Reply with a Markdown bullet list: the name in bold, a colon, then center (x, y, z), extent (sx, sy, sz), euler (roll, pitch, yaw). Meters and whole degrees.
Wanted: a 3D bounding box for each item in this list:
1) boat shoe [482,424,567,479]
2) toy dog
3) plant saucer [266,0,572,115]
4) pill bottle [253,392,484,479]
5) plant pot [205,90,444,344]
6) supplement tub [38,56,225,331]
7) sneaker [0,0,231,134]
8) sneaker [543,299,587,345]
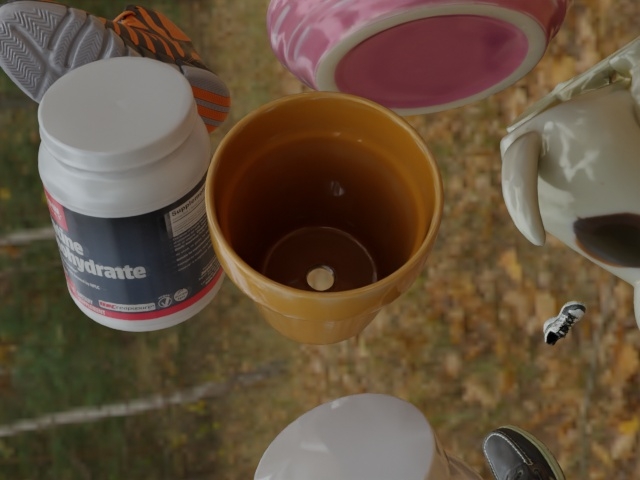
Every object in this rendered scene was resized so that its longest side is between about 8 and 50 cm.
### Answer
- **boat shoe**: center (0.256, 0.312, 1.783), extent (0.223, 0.073, 0.080), euler (56, 132, 37)
- **toy dog**: center (0.427, -0.028, 1.779), extent (0.284, 0.395, 0.408), euler (-35, 93, 37)
- **plant saucer**: center (0.110, -0.222, 1.571), extent (0.332, 0.332, 0.084), euler (109, 155, -66)
- **pill bottle**: center (0.088, 0.346, 1.411), extent (0.229, 0.229, 0.408), euler (-105, -8, -54)
- **plant pot**: center (0.000, 0.000, 1.342), extent (0.188, 0.205, 0.205), euler (95, 170, -62)
- **supplement tub**: center (-0.211, -0.049, 1.662), extent (0.191, 0.191, 0.272), euler (-102, 5, -46)
- **sneaker**: center (-0.272, -0.230, 1.804), extent (0.125, 0.321, 0.180), euler (-55, 37, 17)
- **sneaker**: center (0.328, 0.112, 1.966), extent (0.083, 0.032, 0.037), euler (-52, 18, 46)
